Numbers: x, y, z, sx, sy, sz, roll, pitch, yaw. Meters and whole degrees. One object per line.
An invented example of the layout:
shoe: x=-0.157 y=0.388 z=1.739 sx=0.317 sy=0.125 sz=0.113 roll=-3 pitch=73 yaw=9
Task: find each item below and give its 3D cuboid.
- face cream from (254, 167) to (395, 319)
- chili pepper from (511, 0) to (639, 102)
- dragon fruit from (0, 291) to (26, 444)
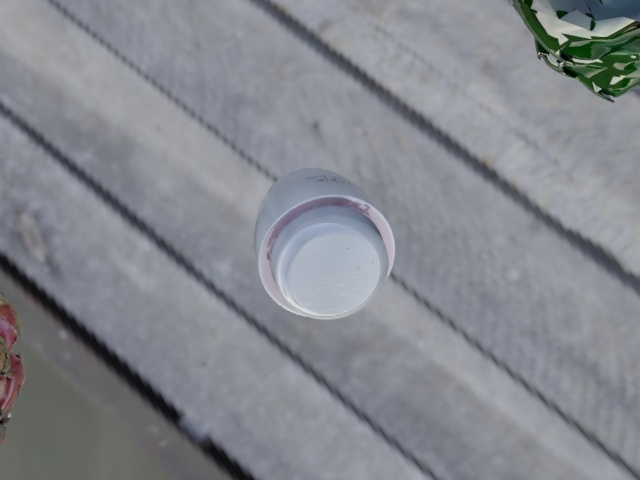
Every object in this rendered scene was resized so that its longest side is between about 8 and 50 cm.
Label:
face cream: x=0.000 y=0.000 z=1.139 sx=0.095 sy=0.091 sz=0.091 roll=-112 pitch=30 yaw=-60
chili pepper: x=0.256 y=-0.236 z=1.296 sx=0.249 sy=0.233 sz=0.256 roll=1 pitch=79 yaw=16
dragon fruit: x=-0.375 y=0.099 z=1.415 sx=0.250 sy=0.291 sz=0.269 roll=-39 pitch=80 yaw=29
